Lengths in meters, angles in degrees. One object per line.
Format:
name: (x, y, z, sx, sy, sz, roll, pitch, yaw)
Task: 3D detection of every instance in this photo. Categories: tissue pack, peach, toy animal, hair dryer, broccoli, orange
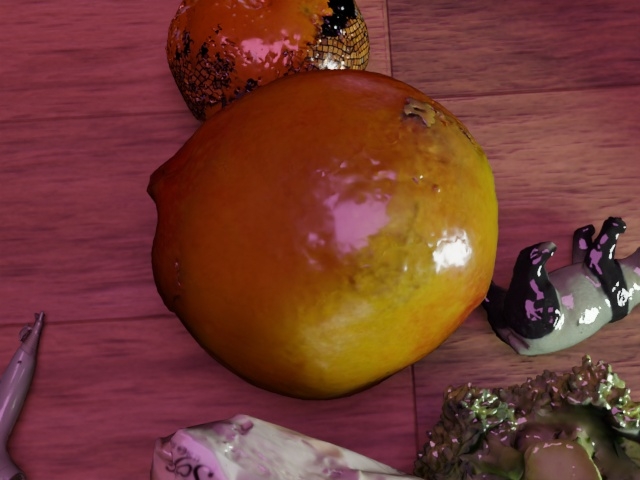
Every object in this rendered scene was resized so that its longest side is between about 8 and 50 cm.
tissue pack: (-0.003, 0.324, 1.234, 0.375, 0.390, 0.195, 22, 55, 3)
peach: (0.000, -0.002, 1.335, 0.372, 0.373, 0.290, -10, 42, -1)
toy animal: (0.291, 0.049, 1.428, 0.225, 0.094, 0.121, -21, 86, -13)
hair dryer: (-0.392, 0.173, 1.436, 0.206, 0.075, 0.237, 24, 70, 13)
broccoli: (0.243, 0.247, 1.314, 0.288, 0.260, 0.235, -10, 41, 1)
orange: (-0.061, -0.226, 1.464, 0.234, 0.182, 0.234, -5, 63, 10)
